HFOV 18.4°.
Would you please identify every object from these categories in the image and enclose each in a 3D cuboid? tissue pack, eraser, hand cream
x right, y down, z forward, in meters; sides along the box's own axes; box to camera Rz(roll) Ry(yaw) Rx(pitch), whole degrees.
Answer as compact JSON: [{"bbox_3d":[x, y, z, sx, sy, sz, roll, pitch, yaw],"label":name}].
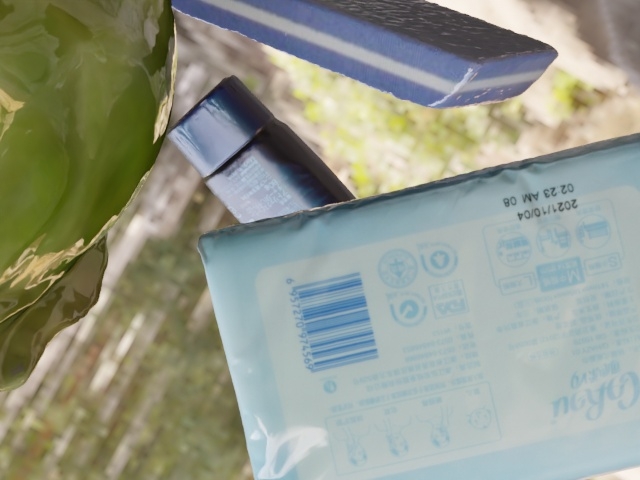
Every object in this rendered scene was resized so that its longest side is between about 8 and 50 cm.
[{"bbox_3d":[0.081,0.052,1.079,0.263,0.177,0.089,-13,180,0],"label":"tissue pack"},{"bbox_3d":[0.020,-0.119,1.096,0.225,0.036,0.082,25,-156,34],"label":"eraser"},{"bbox_3d":[0.000,0.000,1.446,0.270,0.061,0.120,49,144,-6],"label":"hand cream"}]

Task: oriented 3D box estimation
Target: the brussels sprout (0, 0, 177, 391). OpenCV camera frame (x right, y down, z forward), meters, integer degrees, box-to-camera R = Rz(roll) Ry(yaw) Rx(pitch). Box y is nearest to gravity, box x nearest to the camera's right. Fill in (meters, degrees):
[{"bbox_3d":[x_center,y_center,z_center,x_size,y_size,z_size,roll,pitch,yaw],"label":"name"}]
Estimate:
[{"bbox_3d":[-0.265,-0.101,0.995,0.425,0.342,0.361,28,-142,25],"label":"brussels sprout"}]
